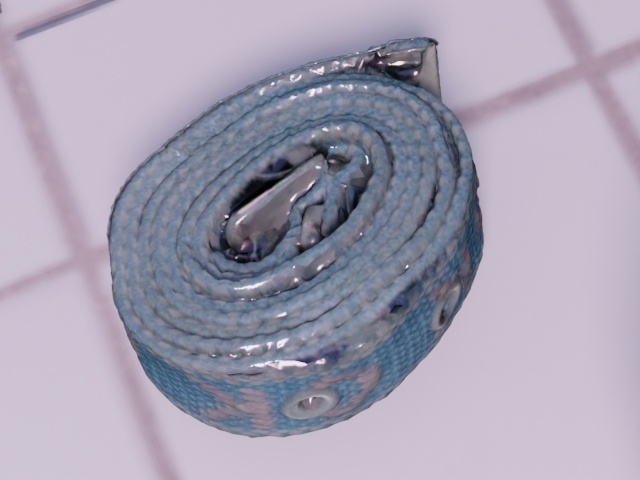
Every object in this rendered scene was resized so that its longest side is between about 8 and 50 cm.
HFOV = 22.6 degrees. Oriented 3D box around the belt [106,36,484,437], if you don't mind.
[{"bbox_3d":[-0.007,0.005,0.680,0.163,0.082,0.148,-16,59,-1],"label":"belt"}]
